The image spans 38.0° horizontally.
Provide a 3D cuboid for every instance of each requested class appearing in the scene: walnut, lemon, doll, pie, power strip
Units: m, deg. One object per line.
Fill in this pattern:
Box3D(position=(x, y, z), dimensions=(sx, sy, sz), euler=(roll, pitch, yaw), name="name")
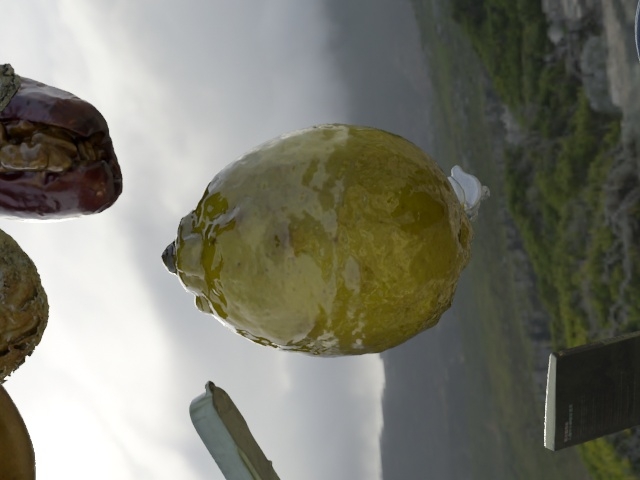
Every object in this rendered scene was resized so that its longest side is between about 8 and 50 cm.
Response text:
Box3D(position=(-0.437, -0.138, 1.374), dimensions=(0.244, 0.269, 0.221), euler=(4, -90, -74), name="walnut")
Box3D(position=(0.007, -0.002, 1.061), dimensions=(0.285, 0.316, 0.285), euler=(-61, 6, 10), name="lemon")
Box3D(position=(0.124, -0.040, 1.665), dimensions=(0.188, 0.384, 0.099), euler=(89, 161, -62), name="doll")
Box3D(position=(-0.460, 0.097, 1.112), dimensions=(0.055, 0.274, 0.274), euler=(35, 144, 48), name="pie")
Box3D(position=(-0.090, 0.313, 1.233), dimensions=(0.286, 0.048, 0.080), euler=(60, -170, -11), name="power strip")

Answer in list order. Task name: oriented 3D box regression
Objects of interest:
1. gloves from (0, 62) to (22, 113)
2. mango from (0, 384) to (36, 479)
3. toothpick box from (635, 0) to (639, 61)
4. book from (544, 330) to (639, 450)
Box3D(position=(-0.429, -0.161, 1.116), dimensions=(0.070, 0.153, 0.114), euler=(55, 169, -2), name="gloves")
Box3D(position=(-0.607, 0.292, 1.394), dimensions=(0.445, 0.232, 0.300), euler=(59, -143, -16), name="mango")
Box3D(position=(0.413, -0.171, 0.801), dimensions=(0.354, 0.263, 0.263), euler=(-54, -41, -62), name="toothpick box")
Box3D(position=(0.443, 0.226, 1.432), dimensions=(0.024, 0.228, 0.160), euler=(28, 123, 59), name="book")
